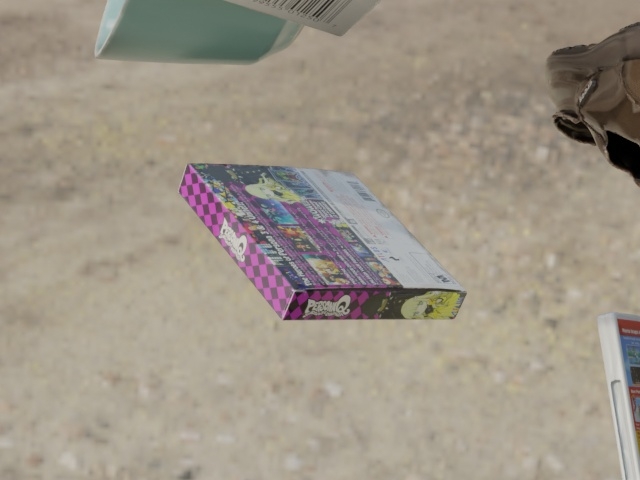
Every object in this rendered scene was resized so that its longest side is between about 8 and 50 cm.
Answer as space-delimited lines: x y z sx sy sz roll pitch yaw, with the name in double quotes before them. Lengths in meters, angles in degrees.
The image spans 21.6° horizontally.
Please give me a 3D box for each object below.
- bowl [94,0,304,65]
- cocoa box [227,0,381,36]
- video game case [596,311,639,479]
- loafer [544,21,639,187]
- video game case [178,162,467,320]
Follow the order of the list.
"bowl" -0.076 -0.282 1.523 0.163 0.311 0.311 21 20 -14
"cocoa box" -0.080 -0.335 1.233 0.347 0.228 0.231 15 -19 -18
"video game case" 0.388 0.228 1.895 0.025 0.285 0.204 -15 -14 34
"loafer" 0.273 -0.108 1.482 0.134 0.130 0.366 4 -2 -1
"video game case" 0.000 0.000 1.662 0.210 0.042 0.232 2 32 -36
